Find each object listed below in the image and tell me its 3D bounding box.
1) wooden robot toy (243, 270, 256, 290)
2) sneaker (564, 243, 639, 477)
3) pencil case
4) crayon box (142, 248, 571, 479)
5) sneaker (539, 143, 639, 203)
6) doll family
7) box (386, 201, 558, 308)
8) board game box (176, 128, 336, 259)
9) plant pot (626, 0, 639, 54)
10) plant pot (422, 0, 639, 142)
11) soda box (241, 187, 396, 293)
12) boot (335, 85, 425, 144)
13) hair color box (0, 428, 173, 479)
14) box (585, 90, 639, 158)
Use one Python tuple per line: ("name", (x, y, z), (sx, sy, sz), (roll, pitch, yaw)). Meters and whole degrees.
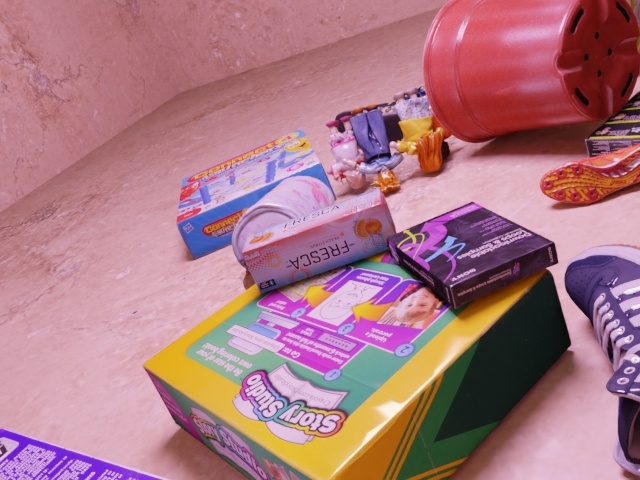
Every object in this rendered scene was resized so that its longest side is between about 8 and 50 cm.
("wooden robot toy", (-0.102, 0.080, 0.991), (0.076, 0.079, 0.173), (0, 32, 42))
("sneaker", (0.273, 0.098, 0.586), (0.153, 0.099, 0.282), (-26, 26, -11))
("pencil case", (-0.046, -0.025, 1.051), (0.113, 0.124, 0.273), (-45, 5, 17))
("crayon box", (0.023, 0.128, 0.739), (0.313, 0.106, 0.363), (-36, 26, -27))
("sneaker", (0.399, -0.092, 0.949), (0.175, 0.064, 0.067), (-12, 5, 11))
("doll family", (0.132, -0.177, 1.242), (0.262, 0.163, 0.118), (-19, -1, 3))
("box", (0.152, 0.009, 0.705), (0.116, 0.029, 0.162), (-23, 24, -10))
("board game box", (-0.145, -0.110, 1.430), (0.308, 0.086, 0.302), (-23, 24, 0))
("plant pot", (0.524, -0.435, 1.336), (0.207, 0.227, 0.228), (3, 42, 35))
("plant pot", (0.362, -0.300, 1.130), (0.272, 0.272, 0.265), (-34, 24, -24))
("soda box", (0.000, 0.000, 0.821), (0.183, 0.063, 0.058), (-19, 22, 11))
("boot", (0.170, -0.288, 1.530), (0.236, 0.085, 0.178), (6, 34, 38))
("hair color box", (-0.150, 0.264, 0.504), (0.338, 0.185, 0.110), (-2, 32, 41))
("box", (0.532, -0.177, 1.010), (0.184, 0.045, 0.190), (-40, 28, -29))
